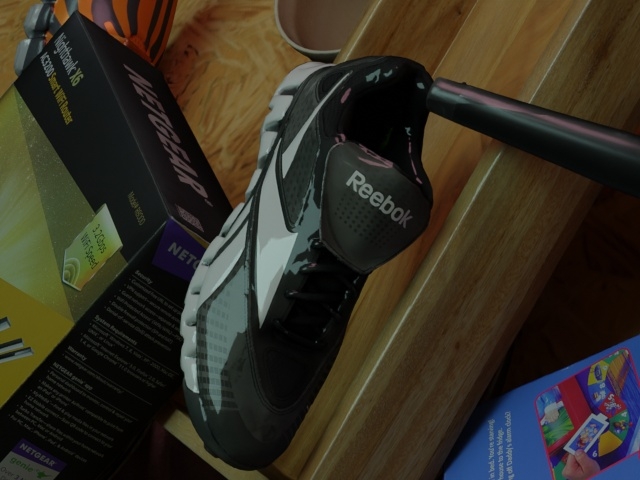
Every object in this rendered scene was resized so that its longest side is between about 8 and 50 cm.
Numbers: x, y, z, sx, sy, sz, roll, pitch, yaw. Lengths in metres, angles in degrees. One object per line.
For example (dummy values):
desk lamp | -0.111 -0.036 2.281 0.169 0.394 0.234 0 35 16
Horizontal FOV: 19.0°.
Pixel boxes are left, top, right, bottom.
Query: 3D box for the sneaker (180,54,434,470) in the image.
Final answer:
sneaker | 0.000 0.000 0.945 0.106 0.078 0.234 -18 46 51

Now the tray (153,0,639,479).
tray | 0.066 -0.045 1.040 0.411 0.076 0.203 -60 30 -2

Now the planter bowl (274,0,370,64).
planter bowl | 0.067 -0.155 1.248 0.162 0.109 0.162 -26 42 26

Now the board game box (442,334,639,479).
board game box | 0.169 0.182 0.839 0.233 0.078 0.347 -26 34 25

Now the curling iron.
curling iron | 0.180 -0.037 0.895 0.274 0.068 0.035 16 32 20

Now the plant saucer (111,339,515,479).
plant saucer | -0.004 0.083 1.153 0.311 0.050 0.310 -25 43 25

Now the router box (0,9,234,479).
router box | -0.171 0.023 1.163 0.243 0.081 0.309 -48 31 10

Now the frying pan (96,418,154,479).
frying pan | -0.218 0.153 1.224 0.326 0.053 0.197 -50 34 -9

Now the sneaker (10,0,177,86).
sneaker | -0.147 -0.081 1.397 0.180 0.125 0.321 14 78 44
